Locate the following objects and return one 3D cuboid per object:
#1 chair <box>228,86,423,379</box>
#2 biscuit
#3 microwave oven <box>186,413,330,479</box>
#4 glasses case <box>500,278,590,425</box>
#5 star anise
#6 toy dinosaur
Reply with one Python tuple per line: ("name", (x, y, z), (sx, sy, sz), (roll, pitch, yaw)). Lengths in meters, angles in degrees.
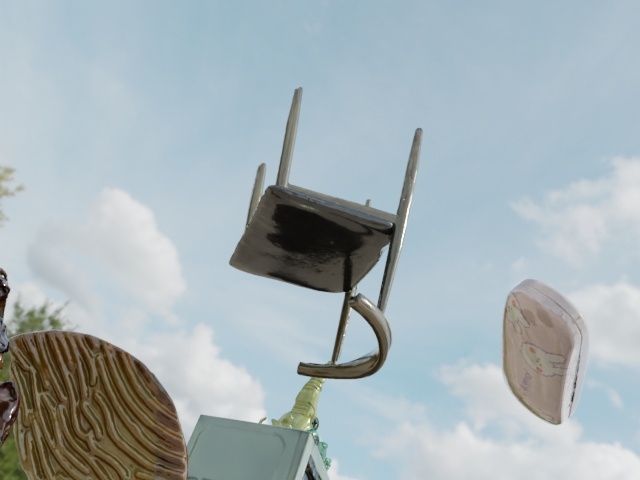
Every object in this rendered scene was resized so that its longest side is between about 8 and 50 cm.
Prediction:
("chair", (0.000, 0.000, 0.872), (0.166, 0.272, 0.188), (16, -34, -13))
("biscuit", (-0.208, 0.180, 0.696), (0.228, 0.176, 0.031), (39, -10, 6))
("microwave oven", (-0.071, 0.315, 0.917), (0.162, 0.122, 0.208), (3, -44, 19))
("glasses case", (0.309, 0.162, 1.114), (0.113, 0.075, 0.297), (39, -21, 34))
("star anise", (-0.270, 0.086, 0.624), (0.168, 0.057, 0.168), (16, -71, 58))
("toy dinosaur", (-0.038, 0.288, 1.158), (0.094, 0.259, 0.153), (4, -54, 35))
